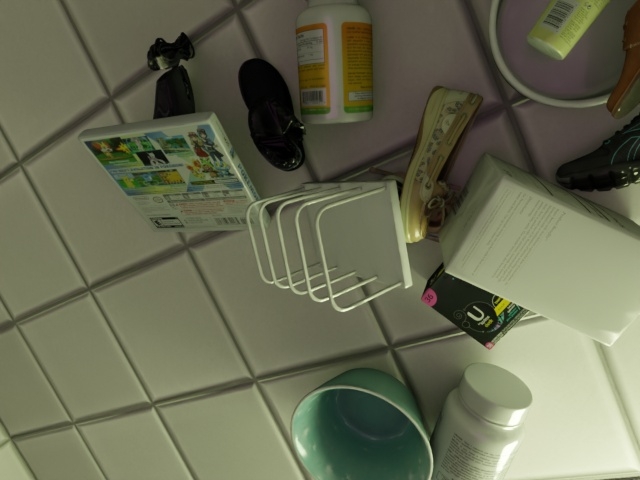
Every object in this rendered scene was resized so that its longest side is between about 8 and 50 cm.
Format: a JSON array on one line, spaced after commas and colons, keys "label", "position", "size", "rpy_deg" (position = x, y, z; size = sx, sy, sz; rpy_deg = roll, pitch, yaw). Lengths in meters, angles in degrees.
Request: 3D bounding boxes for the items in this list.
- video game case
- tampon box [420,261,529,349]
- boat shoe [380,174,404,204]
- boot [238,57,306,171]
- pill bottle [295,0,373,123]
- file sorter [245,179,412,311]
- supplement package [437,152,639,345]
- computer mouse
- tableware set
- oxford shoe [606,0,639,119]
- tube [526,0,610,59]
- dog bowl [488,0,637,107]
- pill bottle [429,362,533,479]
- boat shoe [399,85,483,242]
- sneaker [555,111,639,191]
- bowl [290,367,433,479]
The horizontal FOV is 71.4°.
[{"label": "video game case", "position": [-0.309, -0.130, 0.976], "size": [0.329, 0.036, 0.300], "rpy_deg": [-1, 139, 22]}, {"label": "tampon box", "position": [0.300, 0.102, 0.865], "size": [0.161, 0.101, 0.120], "rpy_deg": [36, 115, 7]}, {"label": "boat shoe", "position": [0.116, -0.009, 0.877], "size": [0.084, 0.079, 0.233], "rpy_deg": [13, 124, 8]}, {"label": "boot", "position": [-0.093, -0.245, 0.830], "size": [0.094, 0.207, 0.246], "rpy_deg": [-21, 95, 1]}, {"label": "pill bottle", "position": [0.026, -0.340, 0.804], "size": [0.136, 0.136, 0.245], "rpy_deg": [4, 108, 20]}, {"label": "file sorter", "position": [0.000, 0.000, 0.838], "size": [0.278, 0.173, 0.193], "rpy_deg": [10, 115, 56]}, {"label": "supplement package", "position": [0.372, 0.007, 0.741], "size": [0.293, 0.175, 0.177], "rpy_deg": [25, 114, 0]}, {"label": "computer mouse", "position": [-0.305, -0.285, 0.949], "size": [0.072, 0.188, 0.272], "rpy_deg": [15, 122, -3]}, {"label": "tableware set", "position": [0.174, -0.066, 0.892], "size": [0.194, 0.039, 0.128], "rpy_deg": [15, 112, 16]}, {"label": "oxford shoe", "position": [0.441, -0.273, 0.601], "size": [0.076, 0.076, 0.212], "rpy_deg": [39, 123, 39]}, {"label": "tube", "position": [0.380, -0.364, 0.592], "size": [0.070, 0.062, 0.240], "rpy_deg": [18, 115, -34]}, {"label": "dog bowl", "position": [0.397, -0.340, 0.680], "size": [0.265, 0.104, 0.265], "rpy_deg": [6, 109, 19]}, {"label": "pill bottle", "position": [0.321, 0.409, 0.927], "size": [0.160, 0.160, 0.283], "rpy_deg": [18, 113, 14]}, {"label": "boat shoe", "position": [0.209, -0.128, 0.796], "size": [0.089, 0.104, 0.285], "rpy_deg": [16, 99, 20]}, {"label": "sneaker", "position": [0.522, -0.153, 0.716], "size": [0.267, 0.101, 0.106], "rpy_deg": [-15, 71, 31]}, {"label": "bowl", "position": [0.105, 0.418, 1.011], "size": [0.311, 0.163, 0.311], "rpy_deg": [6, 109, 19]}]
